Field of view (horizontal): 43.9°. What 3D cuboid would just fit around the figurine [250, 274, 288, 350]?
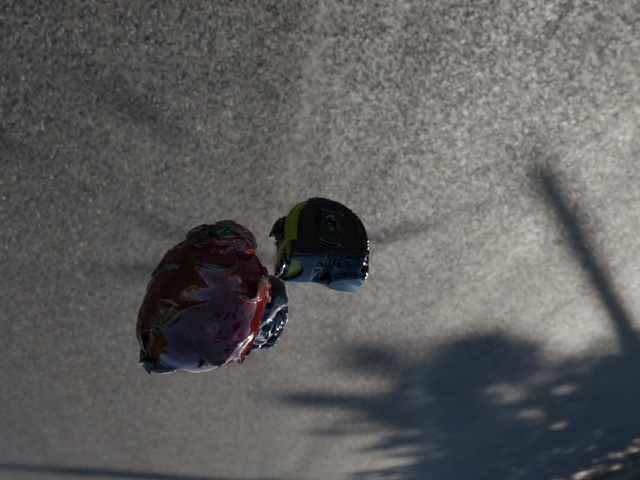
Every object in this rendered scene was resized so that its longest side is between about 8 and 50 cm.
[{"bbox_3d":[-0.134,0.163,1.753,0.145,0.145,0.222,-3,155,-23],"label":"figurine"}]

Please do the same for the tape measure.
[{"bbox_3d":[0.000,0.000,1.556,0.199,0.186,0.112,12,135,-18],"label":"tape measure"}]

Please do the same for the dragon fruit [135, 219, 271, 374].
[{"bbox_3d":[-0.208,0.118,1.418,0.315,0.250,0.250,-55,150,-3],"label":"dragon fruit"}]
